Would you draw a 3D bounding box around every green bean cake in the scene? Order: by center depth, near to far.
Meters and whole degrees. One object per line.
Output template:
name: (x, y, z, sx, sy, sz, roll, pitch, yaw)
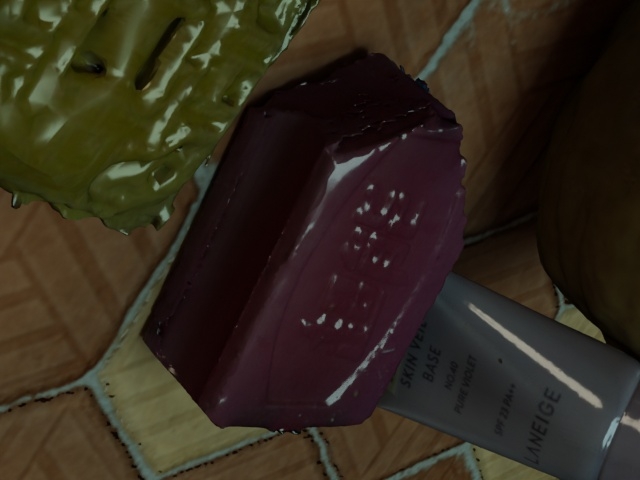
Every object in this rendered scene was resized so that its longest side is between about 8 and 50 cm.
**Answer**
green bean cake: (-0.117, -0.128, 0.844, 0.224, 0.131, 0.230, 22, 106, -53)

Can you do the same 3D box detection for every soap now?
soap: (0.000, 0.000, 1.137, 0.162, 0.099, 0.250, 4, 120, -42)

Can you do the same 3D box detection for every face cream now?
face cream: (0.148, 0.105, 1.264, 0.096, 0.274, 0.154, -51, 158, -47)

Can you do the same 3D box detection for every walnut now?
walnut: (0.318, -0.041, 1.283, 0.306, 0.306, 0.344, 16, 107, -53)
